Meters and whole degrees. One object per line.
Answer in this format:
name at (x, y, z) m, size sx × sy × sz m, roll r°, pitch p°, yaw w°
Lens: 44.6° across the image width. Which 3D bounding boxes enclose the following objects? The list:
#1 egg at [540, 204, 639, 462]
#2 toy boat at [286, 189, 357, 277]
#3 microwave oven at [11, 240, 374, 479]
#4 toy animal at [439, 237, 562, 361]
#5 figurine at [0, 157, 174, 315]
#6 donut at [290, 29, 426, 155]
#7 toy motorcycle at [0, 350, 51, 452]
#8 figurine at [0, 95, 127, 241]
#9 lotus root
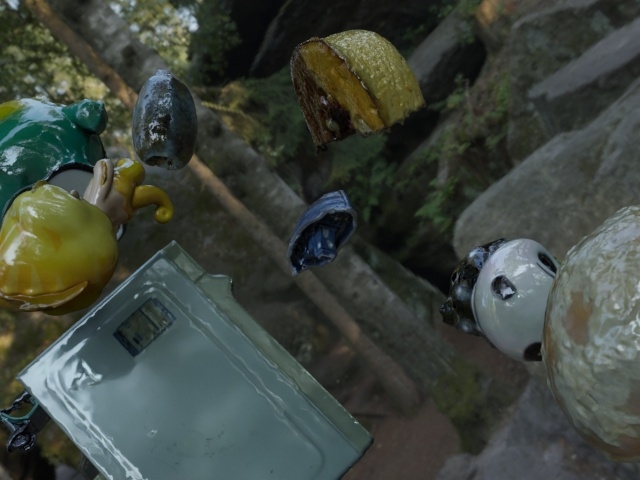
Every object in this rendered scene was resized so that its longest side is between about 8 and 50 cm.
egg at (0.305, 0.085, 0.707) m, size 0.203 × 0.204 × 0.245 m, roll 12°, pitch -84°, yaw -87°
toy boat at (0.000, 0.000, 1.871) m, size 0.309 × 0.129 × 0.142 m, roll -50°, pitch 30°, yaw 47°
microwave oven at (-0.155, 0.230, 1.001) m, size 0.286 × 0.355 × 0.218 m, roll -44°, pitch -10°, yaw -16°
toy animal at (0.349, 0.099, 1.370) m, size 0.212 × 0.212 × 0.267 m, roll -44°, pitch 13°, yaw -10°
figurine at (-0.253, -0.005, 0.819) m, size 0.246 × 0.131 × 0.156 m, roll -59°, pitch -25°, yaw -50°
donut at (0.041, -0.182, 0.920) m, size 0.085 × 0.141 × 0.217 m, roll -28°, pitch 15°, yaw -17°
toy motorcycle at (-0.480, 0.275, 1.307) m, size 0.058 × 0.100 × 0.173 m, roll 81°, pitch -149°, yaw -48°
figurine at (-0.450, -0.100, 1.225) m, size 0.231 × 0.340 × 0.323 m, roll 32°, pitch -84°, yaw -44°
lotus root at (-0.381, -0.318, 1.919) m, size 0.140 × 0.158 × 0.322 m, roll 127°, pitch 144°, yaw -51°
